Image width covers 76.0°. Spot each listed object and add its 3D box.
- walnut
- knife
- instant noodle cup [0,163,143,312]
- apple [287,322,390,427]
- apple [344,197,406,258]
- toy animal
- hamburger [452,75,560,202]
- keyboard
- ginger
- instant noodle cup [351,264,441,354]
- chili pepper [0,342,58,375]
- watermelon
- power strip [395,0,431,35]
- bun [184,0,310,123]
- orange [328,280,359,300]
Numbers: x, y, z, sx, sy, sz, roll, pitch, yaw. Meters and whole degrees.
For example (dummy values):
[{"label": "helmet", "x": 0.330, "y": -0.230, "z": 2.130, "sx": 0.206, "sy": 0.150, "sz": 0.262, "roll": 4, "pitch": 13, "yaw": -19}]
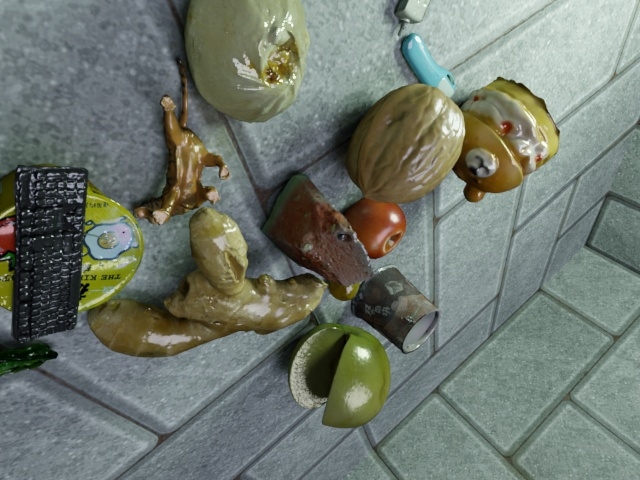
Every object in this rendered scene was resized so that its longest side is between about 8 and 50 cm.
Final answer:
[{"label": "walnut", "x": 0.169, "y": -0.194, "z": 0.843, "sx": 0.261, "sy": 0.225, "sz": 0.225, "roll": -53, "pitch": 142, "yaw": -1}, {"label": "knife", "x": 0.242, "y": -0.381, "z": 0.911, "sx": 0.222, "sy": 0.031, "sz": 0.064, "roll": 23, "pitch": 109, "yaw": -47}, {"label": "instant noodle cup", "x": -0.353, "y": -0.013, "z": 0.549, "sx": 0.182, "sy": 0.144, "sz": 0.182, "roll": -25, "pitch": 135, "yaw": -28}, {"label": "apple", "x": 0.054, "y": 0.373, "z": 1.162, "sx": 0.291, "sy": 0.291, "sz": 0.254, "roll": 10, "pitch": 97, "yaw": -48}, {"label": "apple", "x": 0.134, "y": -0.031, "z": 1.013, "sx": 0.163, "sy": 0.139, "sz": 0.164, "roll": -25, "pitch": 134, "yaw": -29}, {"label": "toy animal", "x": -0.212, "y": -0.140, "z": 0.636, "sx": 0.114, "sy": 0.116, "sz": 0.256, "roll": 0, "pitch": 109, "yaw": -37}, {"label": "hamburger", "x": 0.428, "y": -0.241, "z": 1.042, "sx": 0.236, "sy": 0.276, "sz": 0.276, "roll": -40, "pitch": 143, "yaw": 6}, {"label": "keyboard", "x": -0.316, "y": 0.023, "z": 0.480, "sx": 0.072, "sy": 0.023, "sz": 0.231, "roll": -6, "pitch": 124, "yaw": -44}, {"label": "ginger", "x": -0.186, "y": 0.129, "z": 0.760, "sx": 0.363, "sy": 0.122, "sz": 0.348, "roll": -44, "pitch": 131, "yaw": 14}, {"label": "instant noodle cup", "x": 0.241, "y": 0.219, "z": 1.278, "sx": 0.217, "sy": 0.207, "sz": 0.218, "roll": -27, "pitch": 138, "yaw": -27}, {"label": "chili pepper", "x": -0.563, "y": 0.234, "z": 0.618, "sx": 0.278, "sy": 0.065, "sz": 0.122, "roll": -35, "pitch": 137, "yaw": -24}, {"label": "watermelon", "x": 0.000, "y": 0.000, "z": 0.816, "sx": 0.139, "sy": 0.256, "sz": 0.193, "roll": -42, "pitch": 135, "yaw": -10}, {"label": "power strip", "x": 0.202, "y": -0.511, "z": 0.761, "sx": 0.060, "sy": 0.027, "sz": 0.253, "roll": -1, "pitch": 122, "yaw": -44}, {"label": "bun", "x": -0.089, "y": -0.274, "z": 0.598, "sx": 0.222, "sy": 0.127, "sz": 0.223, "roll": -24, "pitch": 133, "yaw": -28}, {"label": "orange", "x": 0.067, "y": 0.119, "z": 1.123, "sx": 0.095, "sy": 0.085, "sz": 0.085, "roll": -54, "pitch": 142, "yaw": 10}]
